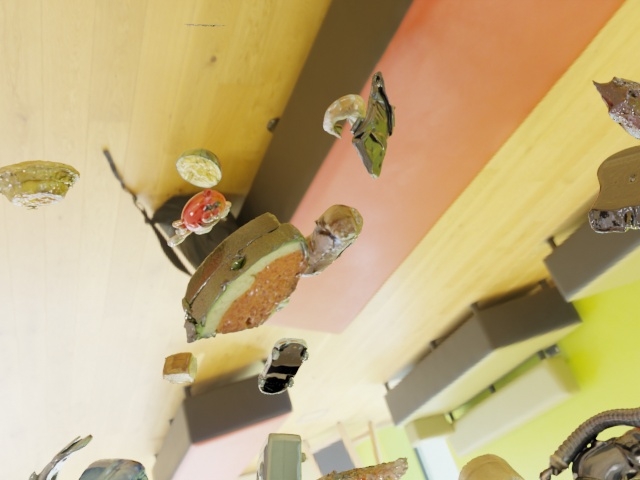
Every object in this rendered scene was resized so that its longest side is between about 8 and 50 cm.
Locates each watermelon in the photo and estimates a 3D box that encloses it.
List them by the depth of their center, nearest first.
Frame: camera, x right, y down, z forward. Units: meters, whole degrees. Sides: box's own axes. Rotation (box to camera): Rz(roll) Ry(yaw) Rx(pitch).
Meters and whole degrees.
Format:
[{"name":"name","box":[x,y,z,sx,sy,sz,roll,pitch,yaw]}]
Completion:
[{"name":"watermelon","box":[-0.269,-0.172,1.305,0.105,0.062,0.105,9,147,6]}]

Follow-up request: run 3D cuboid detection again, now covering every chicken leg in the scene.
[{"name":"chicken leg","box":[0.523,-0.192,0.849,0.234,0.105,0.063,3,170,19]}]

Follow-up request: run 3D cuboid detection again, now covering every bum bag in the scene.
[{"name":"bum bag","box":[0.122,-0.251,1.260,0.060,0.248,0.123,-1,142,28]}]

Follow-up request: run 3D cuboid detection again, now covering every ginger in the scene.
[{"name":"ginger","box":[0.009,0.000,1.345,0.133,0.107,0.309,-10,159,-39]}]

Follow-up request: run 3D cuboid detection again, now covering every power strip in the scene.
[{"name":"power strip","box":[-0.033,0.300,0.568,0.061,0.216,0.145,4,147,-10]}]

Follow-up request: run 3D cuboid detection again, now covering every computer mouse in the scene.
[{"name":"computer mouse","box":[0.617,-0.091,1.133,0.147,0.264,0.088,-15,116,43]}]

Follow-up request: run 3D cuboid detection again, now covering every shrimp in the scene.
[{"name":"shrimp","box":[0.080,-0.369,1.814,0.145,0.059,0.254,-29,163,-1]}]

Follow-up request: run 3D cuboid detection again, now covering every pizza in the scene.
[{"name":"pizza","box":[0.113,0.520,1.235,0.195,0.052,0.185,-40,125,23]}]

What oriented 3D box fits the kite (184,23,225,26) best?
[{"name":"kite","box":[-0.242,-0.460,1.242,0.090,0.122,0.004,5,109,13]}]

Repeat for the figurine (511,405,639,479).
[{"name":"figurine","box":[0.319,0.361,0.717,0.382,0.186,0.261,-24,127,-15]}]

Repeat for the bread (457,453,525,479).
[{"name":"bread","box":[0.415,0.601,1.378,0.148,0.134,0.141,-35,-172,-3]}]

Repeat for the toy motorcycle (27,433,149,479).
[{"name":"toy motorcycle","box":[-0.350,0.449,0.897,0.241,0.182,0.319,32,116,-21]}]

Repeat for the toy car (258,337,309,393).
[{"name":"toy car","box":[-0.101,0.325,1.500,0.095,0.056,0.205,7,130,-24]}]

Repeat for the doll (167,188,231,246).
[{"name":"doll","box":[-0.320,-0.068,1.594,0.183,0.085,0.217,-26,162,-45]}]

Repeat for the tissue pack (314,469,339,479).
[{"name":"tissue pack","box":[-0.036,0.776,1.567,0.271,0.192,0.134,-13,-171,-30]}]

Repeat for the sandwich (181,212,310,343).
[{"name":"sandwich","box":[-0.128,0.069,1.128,0.212,0.109,0.292,10,125,-44]}]

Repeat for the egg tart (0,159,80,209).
[{"name":"egg tart","box":[-0.432,-0.083,0.888,0.130,0.052,0.130,-14,171,-2]}]

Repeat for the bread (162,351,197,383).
[{"name":"bread","box":[-0.382,0.345,1.576,0.083,0.070,0.077,-11,145,6]}]
